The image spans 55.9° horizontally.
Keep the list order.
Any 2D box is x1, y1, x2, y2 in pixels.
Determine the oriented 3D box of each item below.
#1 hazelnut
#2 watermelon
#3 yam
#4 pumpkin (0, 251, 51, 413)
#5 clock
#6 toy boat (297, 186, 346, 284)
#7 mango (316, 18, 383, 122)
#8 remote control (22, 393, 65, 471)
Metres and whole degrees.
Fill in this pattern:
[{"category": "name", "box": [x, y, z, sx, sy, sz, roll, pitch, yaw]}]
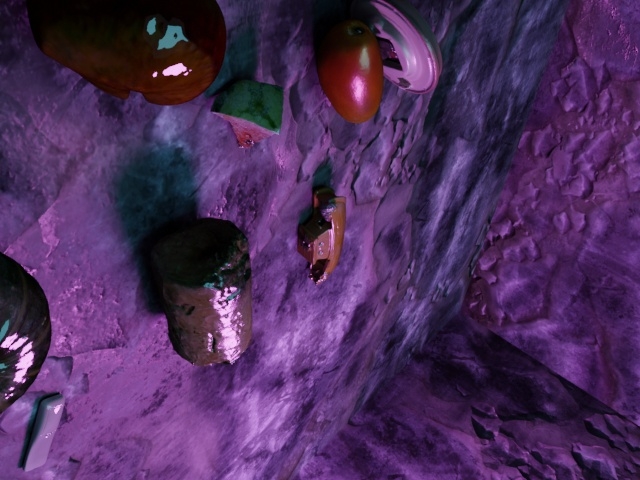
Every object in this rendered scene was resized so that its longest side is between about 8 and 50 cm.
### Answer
[{"category": "hazelnut", "box": [-0.242, -0.291, 0.784, 0.252, 0.217, 0.217, 10, 113, -36]}, {"category": "watermelon", "box": [-0.115, -0.236, 1.146, 0.158, 0.121, 0.097, 60, 45, -65]}, {"category": "yam", "box": [-0.232, 0.101, 1.221, 0.195, 0.195, 0.300, -37, 149, -33]}, {"category": "pumpkin", "box": [-0.512, 0.137, 0.799, 0.300, 0.207, 0.300, -50, 150, -43]}, {"category": "clock", "box": [0.150, -0.402, 1.240, 0.056, 0.244, 0.244, -42, 151, -11]}, {"category": "toy boat", "box": [0.000, 0.000, 1.610, 0.121, 0.089, 0.321, -30, 145, -32]}, {"category": "mango", "box": [0.070, -0.341, 1.283, 0.129, 0.146, 0.289, -52, 153, -13]}, {"category": "remote control", "box": [-0.548, 0.386, 1.198, 0.050, 0.027, 0.184, -8, 128, -55]}]
